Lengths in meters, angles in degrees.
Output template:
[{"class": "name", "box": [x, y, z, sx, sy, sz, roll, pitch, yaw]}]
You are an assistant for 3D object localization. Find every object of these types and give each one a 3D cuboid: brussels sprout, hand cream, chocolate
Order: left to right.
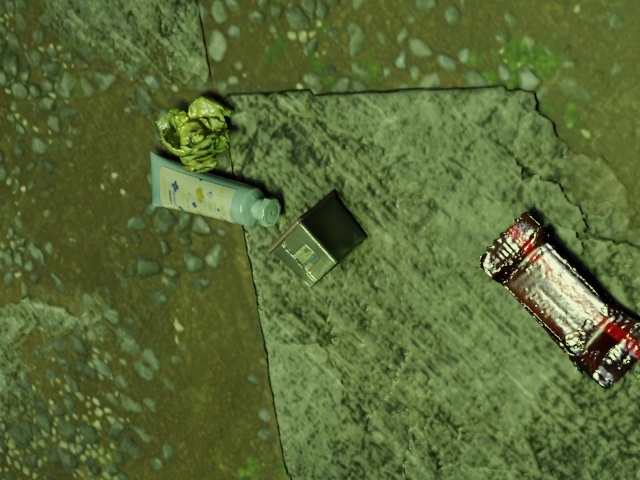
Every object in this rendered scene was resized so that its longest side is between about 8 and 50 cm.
[{"class": "brussels sprout", "box": [-0.127, -0.106, 2.001, 0.085, 0.085, 0.058, -1, 141, 35]}, {"class": "hand cream", "box": [-0.118, -0.048, 2.027, 0.170, 0.043, 0.065, 15, 115, 33]}, {"class": "chocolate", "box": [0.237, 0.057, 1.827, 0.182, 0.028, 0.086, 45, 119, 12]}]

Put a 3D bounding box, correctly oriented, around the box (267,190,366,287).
[{"class": "box", "box": [0.000, 0.000, 1.939, 0.063, 0.084, 0.060, 45, 125, 3]}]
